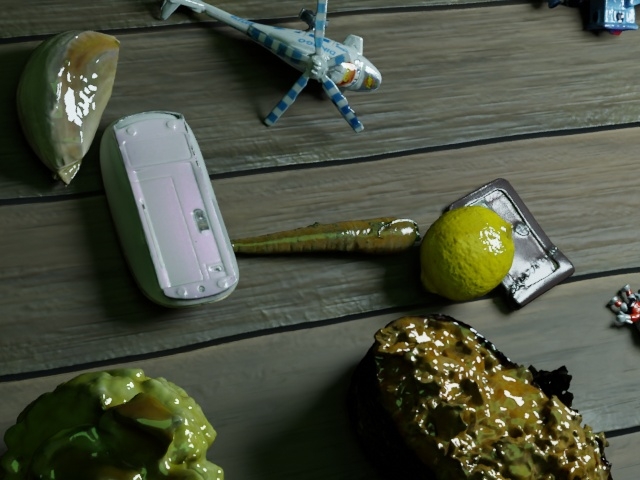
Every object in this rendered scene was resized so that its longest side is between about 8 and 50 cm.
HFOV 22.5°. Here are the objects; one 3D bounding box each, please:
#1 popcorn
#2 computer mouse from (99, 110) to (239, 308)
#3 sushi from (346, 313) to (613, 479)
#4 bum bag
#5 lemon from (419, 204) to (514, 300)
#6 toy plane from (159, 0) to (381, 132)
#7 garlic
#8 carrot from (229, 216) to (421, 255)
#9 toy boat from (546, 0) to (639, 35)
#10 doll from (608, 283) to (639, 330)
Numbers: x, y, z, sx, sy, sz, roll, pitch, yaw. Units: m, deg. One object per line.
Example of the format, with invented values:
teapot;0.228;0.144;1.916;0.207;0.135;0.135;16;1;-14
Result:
popcorn;-0.206;0.258;1.610;0.224;0.270;0.258;12;20;-21
computer mouse;-0.174;-0.034;1.843;0.126;0.056;0.245;-12;71;-24
sushi;0.193;0.220;1.807;0.234;0.207;0.348;-41;86;-24
bum bag;0.236;0.002;2.021;0.109;0.026;0.159;-27;76;-30
lemon;0.174;0.016;1.936;0.133;0.109;0.109;-36;84;4
toy plane;-0.059;-0.238;1.979;0.273;0.107;0.182;8;107;8
garlic;-0.294;-0.168;1.836;0.101;0.087;0.195;25;58;-26
carrot;0.000;0.000;1.912;0.254;0.049;0.049;-4;70;-20
toy boat;0.411;-0.327;2.191;0.223;0.100;0.097;-1;93;-23
doll;0.419;0.104;2.043;0.114;0.039;0.057;38;26;11
